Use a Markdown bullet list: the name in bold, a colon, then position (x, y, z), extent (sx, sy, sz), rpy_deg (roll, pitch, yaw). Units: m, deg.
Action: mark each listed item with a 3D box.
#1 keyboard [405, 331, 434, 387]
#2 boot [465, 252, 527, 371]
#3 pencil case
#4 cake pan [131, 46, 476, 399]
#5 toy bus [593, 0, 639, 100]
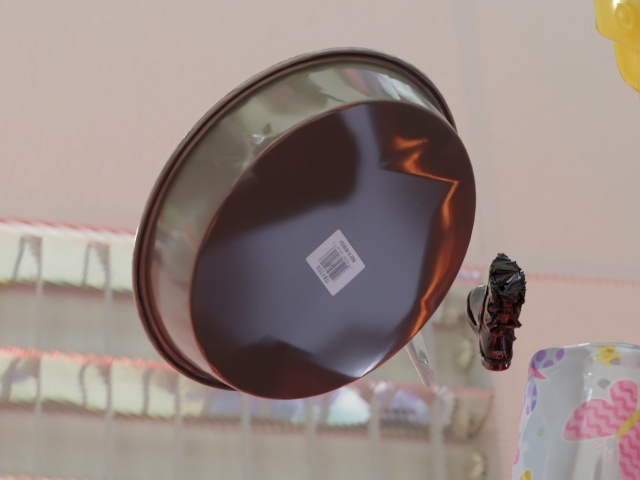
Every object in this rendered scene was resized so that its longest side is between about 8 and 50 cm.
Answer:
- **keyboard**: position (0.076, 0.069, 1.652), extent (0.014, 0.256, 0.072), rpy_deg (-31, -77, 5)
- **boot**: position (0.170, 0.056, 1.688), extent (0.045, 0.099, 0.121), rpy_deg (0, -141, -4)
- **pencil case**: position (0.186, 0.204, 1.166), extent (0.124, 0.113, 0.273), rpy_deg (14, -116, -14)
- **cake pan**: position (0.000, 0.000, 1.307), extent (0.293, 0.293, 0.054), rpy_deg (-18, -142, -27)
- **toy bus**: position (0.218, -0.046, 0.706), extent (0.220, 0.211, 0.149), rpy_deg (-25, -143, -35)
